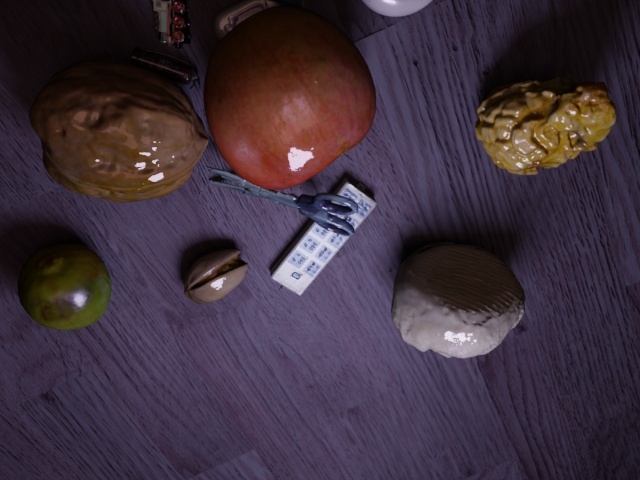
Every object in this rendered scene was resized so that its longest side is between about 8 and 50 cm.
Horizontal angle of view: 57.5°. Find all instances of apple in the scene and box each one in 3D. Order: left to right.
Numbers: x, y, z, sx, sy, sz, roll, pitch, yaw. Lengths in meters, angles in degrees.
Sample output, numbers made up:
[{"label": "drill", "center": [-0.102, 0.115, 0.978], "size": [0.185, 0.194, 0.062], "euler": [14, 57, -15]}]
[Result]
[{"label": "apple", "center": [-0.069, -0.300, 1.213], "size": [0.364, 0.364, 0.364], "euler": [-3, 116, -7]}]

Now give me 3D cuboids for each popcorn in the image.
[{"label": "popcorn", "center": [0.527, -0.273, 1.355], "size": [0.265, 0.332, 0.225], "euler": [-10, 91, -34]}]

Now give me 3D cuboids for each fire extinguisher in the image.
[{"label": "fire extinguisher", "center": [-0.341, -0.385, 1.305], "size": [0.158, 0.043, 0.064], "euler": [16, 70, -16]}]

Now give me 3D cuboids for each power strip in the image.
[{"label": "power strip", "center": [0.000, 0.000, 1.536], "size": [0.106, 0.043, 0.367], "euler": [33, 107, -20]}]

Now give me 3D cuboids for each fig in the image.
[{"label": "fig", "center": [-0.615, 0.127, 1.420], "size": [0.207, 0.207, 0.230], "euler": [-7, 115, -5]}]

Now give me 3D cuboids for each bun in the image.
[{"label": "bun", "center": [0.348, 0.168, 1.513], "size": [0.360, 0.360, 0.211], "euler": [-1, 123, -8]}]

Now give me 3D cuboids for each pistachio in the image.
[{"label": "pistachio", "center": [-0.274, 0.091, 1.505], "size": [0.185, 0.124, 0.124], "euler": [-28, 116, -2]}]

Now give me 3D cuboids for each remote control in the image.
[{"label": "remote control", "center": [-0.133, -0.501, 1.279], "size": [0.221, 0.042, 0.078], "euler": [-25, 115, 5]}]

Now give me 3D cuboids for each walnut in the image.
[{"label": "walnut", "center": [-0.412, -0.225, 1.236], "size": [0.344, 0.306, 0.306], "euler": [0, 115, -7]}]

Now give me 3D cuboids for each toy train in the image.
[{"label": "toy train", "center": [-0.316, -0.536, 1.233], "size": [0.085, 0.053, 0.249], "euler": [3, 115, -1]}]

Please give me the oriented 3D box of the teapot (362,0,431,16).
[{"label": "teapot", "center": [0.151, -0.576, 1.228], "size": [0.300, 0.166, 0.208], "euler": [-19, 129, -10]}]

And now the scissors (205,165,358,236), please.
[{"label": "scissors", "center": [-0.095, -0.100, 1.390], "size": [0.383, 0.256, 0.029], "euler": [17, 75, 7]}]

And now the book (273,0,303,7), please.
[{"label": "book", "center": [-0.198, -0.660, 1.124], "size": [0.428, 0.039, 0.300], "euler": [15, 115, -10]}]
